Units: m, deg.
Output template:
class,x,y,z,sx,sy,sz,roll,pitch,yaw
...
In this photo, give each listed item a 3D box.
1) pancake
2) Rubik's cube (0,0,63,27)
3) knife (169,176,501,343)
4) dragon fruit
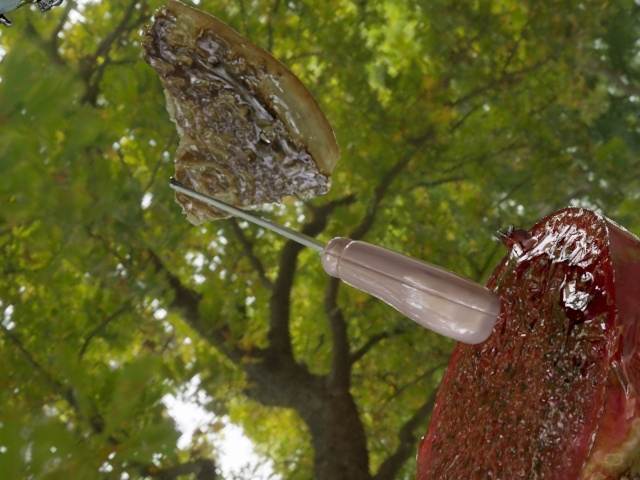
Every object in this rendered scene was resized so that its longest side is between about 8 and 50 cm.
class,x,y,z,sx,sy,sz,roll,pitch,yaw
pancake,-0.111,-0.119,1.091,0.266,0.244,0.057,35,-141,-8
Rubik's cube,-0.081,-0.200,0.395,0.234,0.284,0.250,-10,-92,-27
knife,0.002,0.001,0.766,0.335,0.043,0.081,26,-176,41
dragon fruit,0.238,0.172,0.839,0.248,0.386,0.371,21,-119,-7
